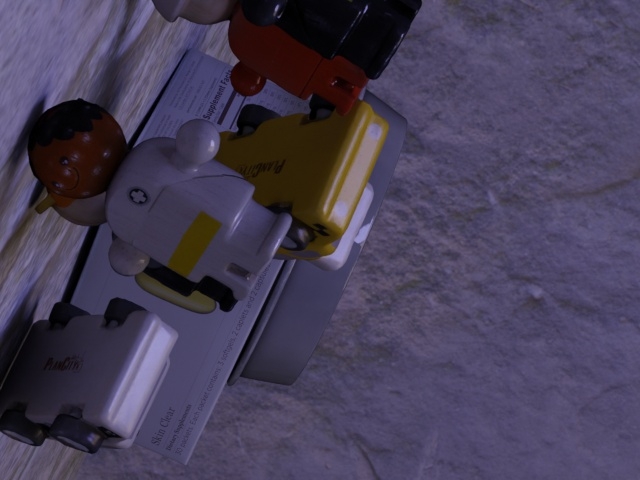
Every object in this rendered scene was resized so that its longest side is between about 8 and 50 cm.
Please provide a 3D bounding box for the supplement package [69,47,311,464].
[{"bbox_3d":[-0.112,0.014,1.494,0.204,0.145,0.262,-70,-176,-53],"label":"supplement package"}]

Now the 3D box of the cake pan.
[{"bbox_3d":[0.000,0.000,1.541,0.293,0.054,0.293,-156,-90,-86],"label":"cake pan"}]

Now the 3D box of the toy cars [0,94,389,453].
[{"bbox_3d":[-0.079,0.038,1.173,0.394,0.087,0.176,-44,-151,26],"label":"toy cars"}]

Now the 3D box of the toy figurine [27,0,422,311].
[{"bbox_3d":[-0.062,-0.077,0.947,0.209,0.148,0.213,-59,-177,-4],"label":"toy figurine"}]
